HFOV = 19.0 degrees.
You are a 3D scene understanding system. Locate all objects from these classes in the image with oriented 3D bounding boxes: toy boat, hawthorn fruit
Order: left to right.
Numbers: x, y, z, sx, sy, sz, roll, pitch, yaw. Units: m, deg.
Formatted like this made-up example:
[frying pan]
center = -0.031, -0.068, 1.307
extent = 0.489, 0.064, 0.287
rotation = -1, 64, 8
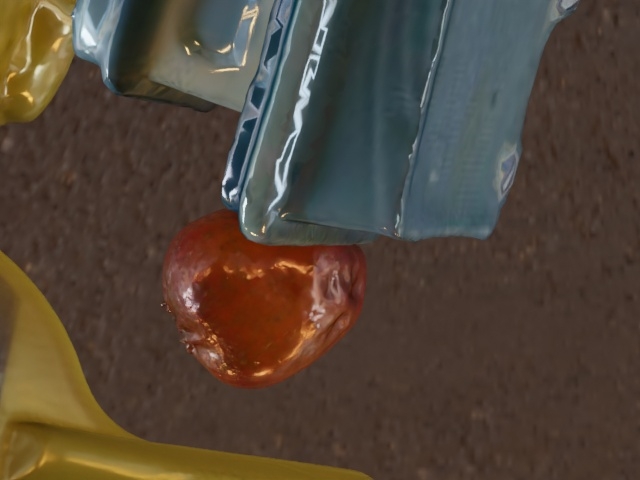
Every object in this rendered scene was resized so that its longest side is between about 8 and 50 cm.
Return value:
[hawthorn fruit]
center = 0.000, 0.000, 1.577
extent = 0.285, 0.165, 0.165
rotation = -39, 114, -6
[toy boat]
center = 0.018, -0.117, 0.418
extent = 0.098, 0.109, 0.238
rotation = 20, 97, 21

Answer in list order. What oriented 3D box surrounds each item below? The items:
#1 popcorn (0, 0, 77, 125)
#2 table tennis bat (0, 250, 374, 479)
[popcorn]
center = -0.232, -0.135, 0.791
extent = 0.286, 0.252, 0.215
rotation = 18, 117, -4
[table tennis bat]
center = -0.141, 0.089, 0.777
extent = 0.369, 0.224, 0.054
rotation = 16, 147, -15
